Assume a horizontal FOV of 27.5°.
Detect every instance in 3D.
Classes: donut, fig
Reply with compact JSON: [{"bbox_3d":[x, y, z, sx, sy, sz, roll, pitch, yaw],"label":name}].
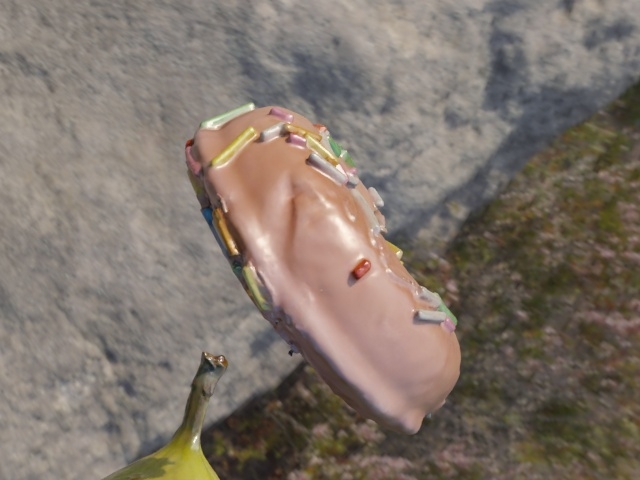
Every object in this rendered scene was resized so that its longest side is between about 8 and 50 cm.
[{"bbox_3d":[0.000,0.000,0.802,0.085,0.233,0.199,-36,129,7],"label":"donut"},{"bbox_3d":[-0.110,0.216,1.023,0.231,0.143,0.160,-50,138,-2],"label":"fig"}]
